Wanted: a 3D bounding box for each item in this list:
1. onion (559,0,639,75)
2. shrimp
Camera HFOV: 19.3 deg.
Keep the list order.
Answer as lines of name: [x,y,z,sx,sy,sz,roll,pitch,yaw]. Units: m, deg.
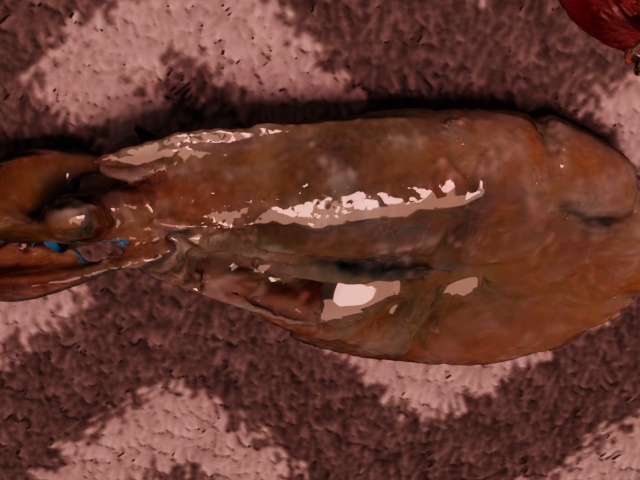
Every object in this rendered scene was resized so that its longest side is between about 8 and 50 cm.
onion: [0.195,-0.148,1.061,0.150,0.140,0.150,10,134,10]
shrimp: [0.000,0.000,1.201,0.445,0.110,0.221,4,136,-11]
